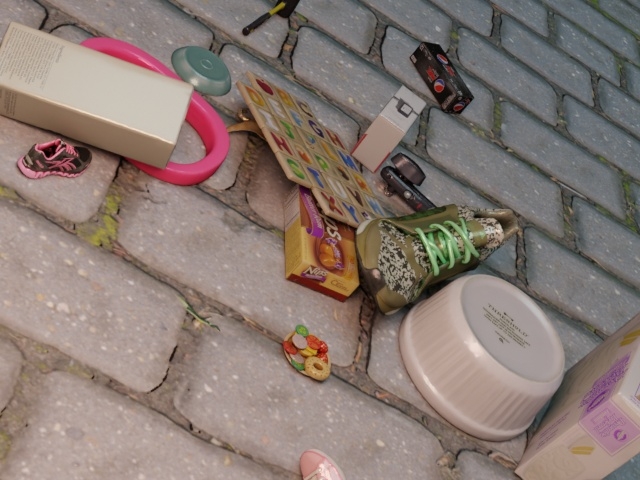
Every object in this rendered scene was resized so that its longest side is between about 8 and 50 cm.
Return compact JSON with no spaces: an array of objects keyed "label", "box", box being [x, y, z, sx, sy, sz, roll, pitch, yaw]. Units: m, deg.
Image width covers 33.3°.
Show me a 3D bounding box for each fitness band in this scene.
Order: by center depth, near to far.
[{"label":"fitness band","box":[-0.273,-0.208,1.694,0.291,0.054,0.209,42,35,0]}]

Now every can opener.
[{"label":"can opener","box":[0.182,-0.073,1.961,0.186,0.073,0.059,49,27,-4]}]

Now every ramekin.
[{"label":"ramekin","box":[0.269,0.175,1.714,0.273,0.127,0.273,24,39,-21]}]

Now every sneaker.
[{"label":"sneaker","box":[0.003,0.331,1.370,0.070,0.051,0.134,-8,61,-52]},{"label":"sneaker","box":[-0.367,-0.121,1.512,0.119,0.057,0.047,-16,61,-51]},{"label":"sneaker","box":[0.198,0.000,1.736,0.410,0.182,0.158,-24,91,-57]}]

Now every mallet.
[{"label":"mallet","box":[-0.104,-0.441,2.118,0.039,0.062,0.189,41,50,2]}]

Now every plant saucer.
[{"label":"plant saucer","box":[-0.204,-0.304,1.884,0.119,0.021,0.119,24,39,-21]}]

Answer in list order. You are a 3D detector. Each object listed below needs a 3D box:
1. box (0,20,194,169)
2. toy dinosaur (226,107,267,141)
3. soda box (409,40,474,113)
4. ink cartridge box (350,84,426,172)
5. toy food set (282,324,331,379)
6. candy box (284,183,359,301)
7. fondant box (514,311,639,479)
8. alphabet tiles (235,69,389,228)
[{"label":"box","box":[-0.332,-0.206,1.540,0.275,0.094,0.113,20,64,-12]},{"label":"toy dinosaur","box":[-0.105,-0.201,1.838,0.183,0.053,0.092,6,49,-38]},{"label":"soda box","box":[0.265,-0.356,2.338,0.060,0.053,0.169,1,52,-42]},{"label":"ink cartridge box","box":[0.129,-0.211,2.012,0.063,0.109,0.150,37,36,-1]},{"label":"toy food set","box":[-0.019,0.163,1.556,0.082,0.020,0.083,33,37,-11]},{"label":"candy box","box":[0.000,0.000,1.719,0.109,0.053,0.186,24,40,-24]},{"label":"fondant box","box":[0.464,0.254,1.711,0.096,0.238,0.330,43,35,3]},{"label":"alphabet tiles","box":[-0.008,-0.147,1.816,0.285,0.011,0.342,21,32,-50]}]
